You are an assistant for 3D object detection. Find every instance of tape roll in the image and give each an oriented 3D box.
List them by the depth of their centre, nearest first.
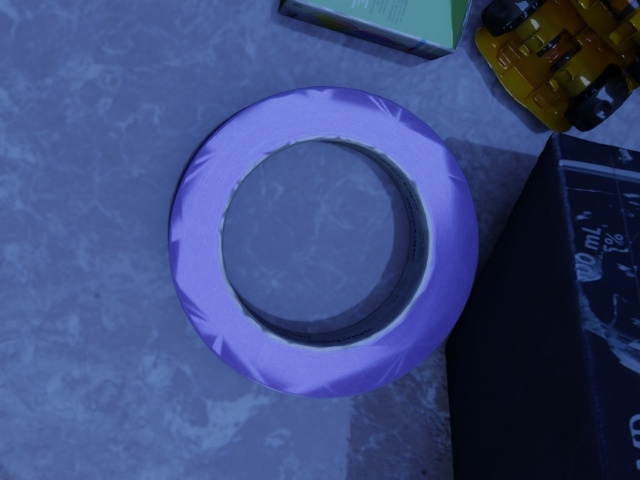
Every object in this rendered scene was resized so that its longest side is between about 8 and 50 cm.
[{"bbox_3d":[0.000,0.000,1.221,0.274,0.090,0.275,0,93,-6],"label":"tape roll"}]

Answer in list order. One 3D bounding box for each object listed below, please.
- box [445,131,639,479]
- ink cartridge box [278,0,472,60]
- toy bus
[{"bbox_3d":[0.368,0.213,1.048,0.471,0.480,0.297,10,134,-9],"label":"box"},{"bbox_3d":[0.021,-0.221,1.198,0.209,0.109,0.062,17,91,-8],"label":"ink cartridge box"},{"bbox_3d":[0.273,-0.227,1.208,0.149,0.220,0.211,47,55,-3],"label":"toy bus"}]
